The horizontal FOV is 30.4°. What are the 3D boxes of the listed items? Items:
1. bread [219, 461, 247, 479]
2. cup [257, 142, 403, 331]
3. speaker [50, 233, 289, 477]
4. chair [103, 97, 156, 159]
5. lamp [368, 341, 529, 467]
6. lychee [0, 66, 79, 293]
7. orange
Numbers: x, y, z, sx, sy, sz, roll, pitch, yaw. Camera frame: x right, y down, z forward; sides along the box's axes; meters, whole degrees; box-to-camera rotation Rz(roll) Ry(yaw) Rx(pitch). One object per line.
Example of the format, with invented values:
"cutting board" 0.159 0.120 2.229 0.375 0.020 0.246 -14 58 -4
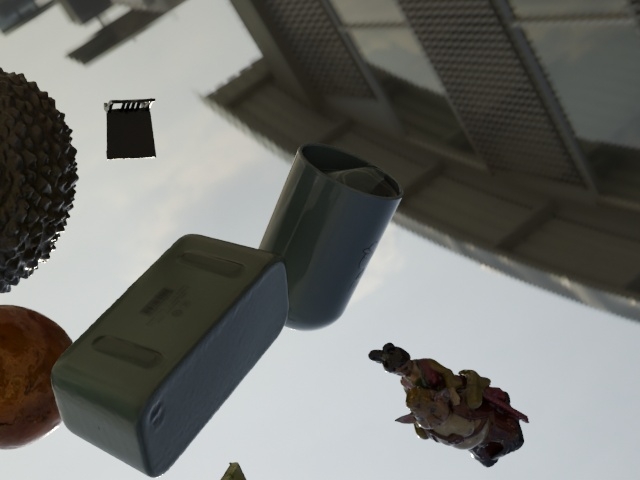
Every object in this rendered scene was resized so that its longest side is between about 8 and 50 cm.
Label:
"bread" -0.142 0.485 2.161 0.028 0.153 0.068 -12 -160 27
"cup" 0.000 0.000 2.156 0.205 0.205 0.312 -93 -155 -67
"speaker" -0.229 0.162 1.853 0.184 0.183 0.406 18 -136 25
"chair" -0.320 -0.187 1.983 0.084 0.101 0.212 -5 -173 -14
"lamp" 0.168 0.219 1.570 0.118 0.253 0.118 -24 -131 32
"lychee" -0.598 -0.106 2.040 0.380 0.380 0.432 -31 -123 3
"orange" -0.608 0.265 2.277 0.284 0.284 0.226 -30 163 4
